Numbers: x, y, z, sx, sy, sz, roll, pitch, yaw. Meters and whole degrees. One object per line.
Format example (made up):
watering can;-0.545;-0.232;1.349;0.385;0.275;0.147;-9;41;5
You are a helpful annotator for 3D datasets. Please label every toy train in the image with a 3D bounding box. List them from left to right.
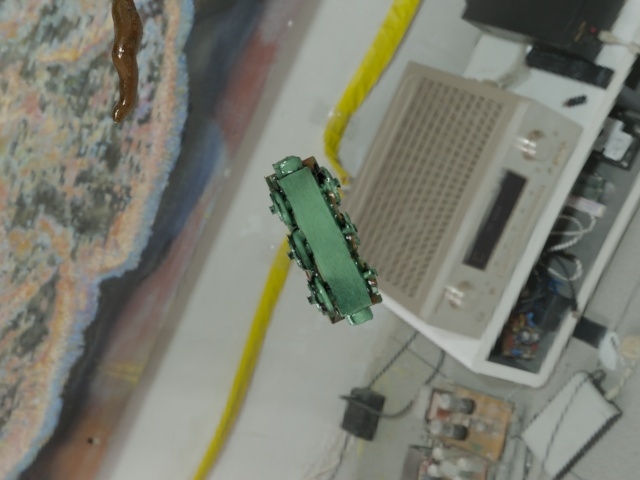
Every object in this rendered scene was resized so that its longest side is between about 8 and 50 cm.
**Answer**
toy train;0.000;0.000;0.852;0.176;0.074;0.118;65;177;-5

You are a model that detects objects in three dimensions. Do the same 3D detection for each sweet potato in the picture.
sweet potato;-0.234;-0.229;1.049;0.044;0.044;0.179;-13;78;50
